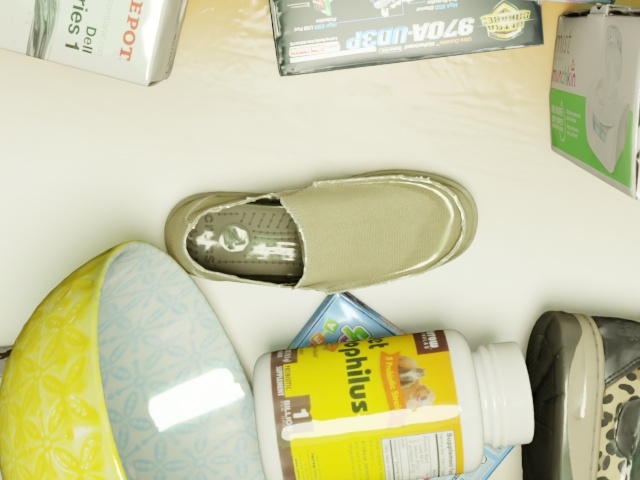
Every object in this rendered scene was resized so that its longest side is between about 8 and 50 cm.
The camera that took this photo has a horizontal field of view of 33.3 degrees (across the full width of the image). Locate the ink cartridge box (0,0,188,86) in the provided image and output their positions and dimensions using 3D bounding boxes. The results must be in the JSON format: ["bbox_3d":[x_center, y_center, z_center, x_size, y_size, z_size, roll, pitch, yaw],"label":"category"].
[{"bbox_3d":[-0.214,-0.226,0.846,0.219,0.092,0.160,14,102,-2],"label":"ink cartridge box"}]

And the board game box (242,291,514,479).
[{"bbox_3d":[0.052,0.163,0.954,0.211,0.039,0.160,36,100,-8],"label":"board game box"}]

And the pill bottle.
[{"bbox_3d":[0.058,0.136,0.868,0.215,0.117,0.117,-8,102,1],"label":"pill bottle"}]

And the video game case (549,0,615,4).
[{"bbox_3d":[0.093,-0.276,0.779,0.274,0.026,0.196,3,122,1],"label":"video game case"}]

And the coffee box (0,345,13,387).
[{"bbox_3d":[-0.342,0.179,0.929,0.246,0.098,0.141,-9,101,2],"label":"coffee box"}]

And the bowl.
[{"bbox_3d":[-0.160,0.159,0.805,0.156,0.289,0.289,-20,101,12],"label":"bowl"}]

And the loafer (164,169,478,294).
[{"bbox_3d":[0.000,0.000,0.892,0.268,0.092,0.102,-6,102,2],"label":"loafer"}]

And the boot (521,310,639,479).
[{"bbox_3d":[0.316,0.241,0.905,0.284,0.138,0.377,-2,94,-7],"label":"boot"}]

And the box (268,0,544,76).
[{"bbox_3d":[0.063,-0.232,0.864,0.220,0.051,0.175,-7,102,2],"label":"box"}]

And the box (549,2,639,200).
[{"bbox_3d":[0.309,-0.108,0.782,0.231,0.262,0.127,0,102,-1],"label":"box"}]
